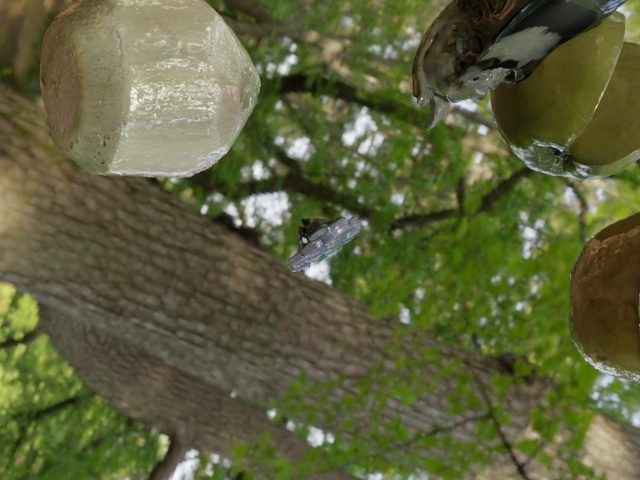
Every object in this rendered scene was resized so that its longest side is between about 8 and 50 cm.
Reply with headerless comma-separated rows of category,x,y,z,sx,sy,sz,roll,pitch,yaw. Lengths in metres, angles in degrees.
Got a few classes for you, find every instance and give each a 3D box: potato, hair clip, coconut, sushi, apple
potato,0.450,0.079,1.516,0.242,0.242,0.286,146,-43,-68
hair clip,0.000,-0.002,1.564,0.124,0.052,0.195,-29,170,4
coconut,-0.178,-0.166,1.178,0.224,0.233,0.224,2,-87,52
sushi,0.194,-0.240,1.196,0.273,0.134,0.109,-40,-119,40
apple,0.423,-0.239,1.780,0.254,0.291,0.292,-69,-168,-20
